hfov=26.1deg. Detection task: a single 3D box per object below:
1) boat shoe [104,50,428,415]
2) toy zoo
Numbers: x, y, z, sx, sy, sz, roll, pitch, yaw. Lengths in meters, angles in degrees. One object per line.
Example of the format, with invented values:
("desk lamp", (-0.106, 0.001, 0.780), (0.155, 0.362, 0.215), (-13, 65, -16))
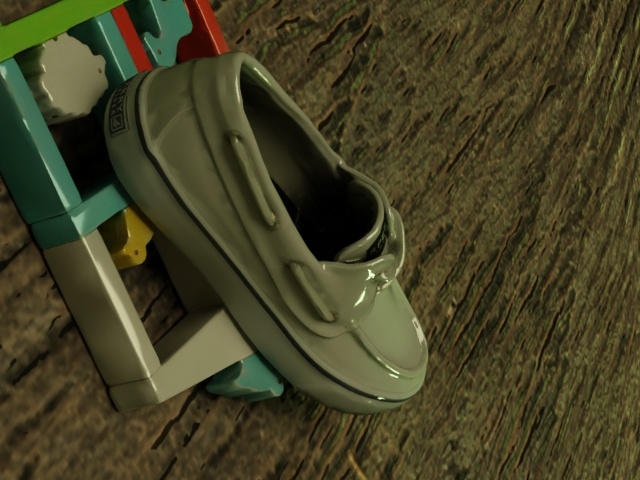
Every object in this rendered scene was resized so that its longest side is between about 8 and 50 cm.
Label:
("boat shoe", (0.000, 0.000, 0.728), (0.267, 0.088, 0.096), (52, 37, -34))
("toy zoo", (-0.089, -0.044, 0.722), (0.293, 0.030, 0.192), (66, 31, -14))
